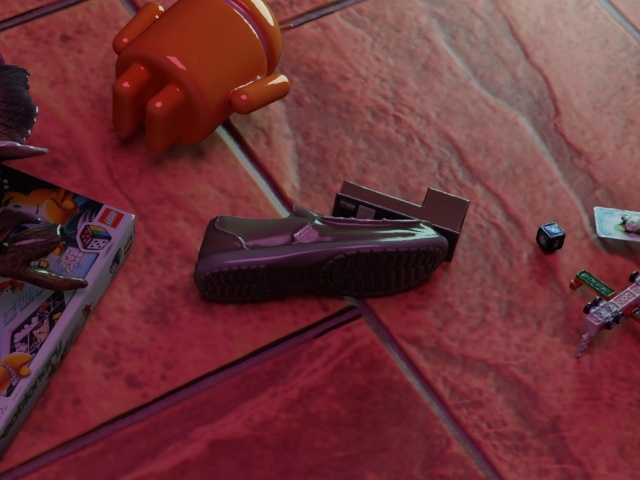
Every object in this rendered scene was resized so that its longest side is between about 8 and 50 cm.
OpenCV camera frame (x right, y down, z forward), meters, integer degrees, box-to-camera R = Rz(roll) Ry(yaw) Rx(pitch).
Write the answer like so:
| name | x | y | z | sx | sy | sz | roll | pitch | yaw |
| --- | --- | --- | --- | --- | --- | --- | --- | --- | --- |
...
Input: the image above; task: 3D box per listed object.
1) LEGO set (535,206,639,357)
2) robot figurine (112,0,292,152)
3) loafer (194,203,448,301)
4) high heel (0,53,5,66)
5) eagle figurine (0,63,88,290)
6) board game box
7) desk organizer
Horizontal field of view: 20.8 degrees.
| name | x | y | z | sx | sy | sz | roll | pitch | yaw |
| --- | --- | --- | --- | --- | --- | --- | --- | --- | --- |
| LEGO set | 0.339 | 0.045 | 1.763 | 0.244 | 0.060 | 0.182 | 8 | 40 | -4 |
| robot figurine | -0.123 | -0.184 | 1.805 | 0.158 | 0.128 | 0.219 | 0 | 38 | 45 |
| loafer | 0.000 | 0.000 | 1.701 | 0.251 | 0.094 | 0.087 | -2 | 57 | -10 |
| high heel | -0.501 | -0.250 | 1.808 | 0.377 | 0.127 | 0.181 | 12 | 45 | -4 |
| eagle figurine | -0.364 | -0.082 | 1.591 | 0.225 | 0.226 | 0.298 | -27 | 62 | -1 |
| board game box | -0.325 | 0.062 | 1.631 | 0.193 | 0.053 | 0.305 | 21 | 53 | 9 |
| desk organizer | 0.081 | -0.030 | 1.767 | 0.130 | 0.047 | 0.050 | 19 | 50 | 6 |
